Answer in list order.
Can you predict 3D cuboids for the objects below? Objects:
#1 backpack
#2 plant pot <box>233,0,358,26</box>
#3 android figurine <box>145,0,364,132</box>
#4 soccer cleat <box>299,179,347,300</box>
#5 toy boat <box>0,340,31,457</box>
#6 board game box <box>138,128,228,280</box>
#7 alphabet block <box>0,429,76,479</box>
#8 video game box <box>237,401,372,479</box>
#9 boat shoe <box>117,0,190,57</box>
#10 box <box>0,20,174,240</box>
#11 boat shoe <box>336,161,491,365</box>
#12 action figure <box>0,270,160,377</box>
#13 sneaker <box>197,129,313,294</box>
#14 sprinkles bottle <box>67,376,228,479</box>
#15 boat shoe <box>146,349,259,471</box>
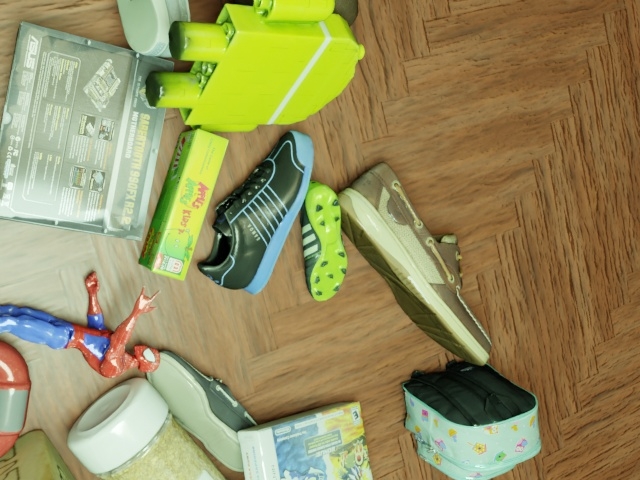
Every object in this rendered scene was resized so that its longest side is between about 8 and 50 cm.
[{"bbox_3d":[0.225,0.267,1.100,0.166,0.188,0.144,-9,98,-24],"label":"backpack"},{"bbox_3d":[-0.050,-0.360,0.937,0.215,0.215,0.230,-44,127,-15],"label":"plant pot"},{"bbox_3d":[-0.067,-0.210,0.911,0.273,0.248,0.056,-10,66,-35],"label":"android figurine"},{"bbox_3d":[0.000,0.000,1.052,0.060,0.072,0.178,-13,121,-20],"label":"soccer cleat"},{"bbox_3d":[-0.438,0.183,0.820,0.231,0.151,0.150,8,91,-24],"label":"toy boat"},{"bbox_3d":[-0.175,-0.046,0.950,0.043,0.092,0.181,19,87,-24],"label":"board game box"},{"bbox_3d":[-0.350,0.364,0.849,0.193,0.197,0.192,-30,106,-19],"label":"alphabet block"},{"bbox_3d":[-0.010,0.329,1.016,0.205,0.048,0.187,-3,83,-47],"label":"video game box"},{"bbox_3d":[-0.208,-0.330,0.925,0.081,0.079,0.227,-2,78,-57],"label":"boat shoe"},{"bbox_3d":[-0.290,-0.126,0.912,0.183,0.056,0.230,10,90,-26],"label":"box"},{"bbox_3d":[0.159,0.035,1.093,0.123,0.123,0.342,-43,103,-14],"label":"boat shoe"},{"bbox_3d":[-0.308,0.076,0.900,0.280,0.091,0.139,26,93,-23],"label":"action figure"},{"bbox_3d":[-0.085,-0.046,0.996,0.091,0.081,0.232,21,87,-31],"label":"sneaker"},{"bbox_3d":[-0.168,0.343,0.969,0.121,0.121,0.355,-40,109,-16],"label":"sprinkles bottle"},{"bbox_3d":[-0.152,0.219,1.012,0.206,0.075,0.065,51,31,-13],"label":"boat shoe"}]
